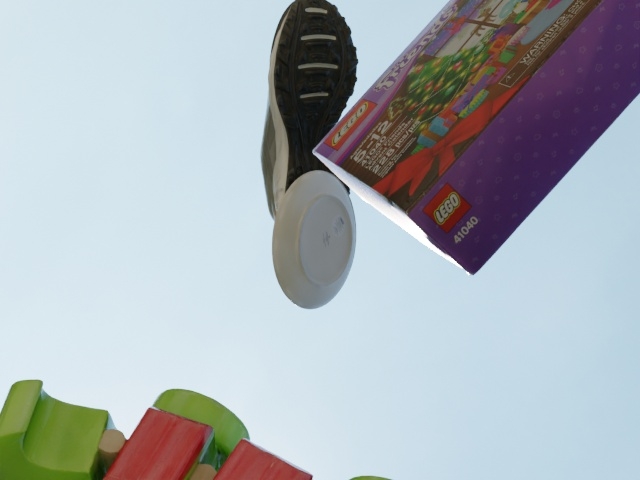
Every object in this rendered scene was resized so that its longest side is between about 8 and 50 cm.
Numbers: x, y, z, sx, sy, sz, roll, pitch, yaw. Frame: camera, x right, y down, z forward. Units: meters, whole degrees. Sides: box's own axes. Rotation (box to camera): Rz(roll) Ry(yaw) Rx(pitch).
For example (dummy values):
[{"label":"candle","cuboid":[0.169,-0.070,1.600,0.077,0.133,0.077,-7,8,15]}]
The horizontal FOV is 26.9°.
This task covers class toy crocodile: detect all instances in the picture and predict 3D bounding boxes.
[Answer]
[{"label":"toy crocodile","cuboid":[-0.031,0.165,0.771,0.341,0.105,0.115,22,-125,12]}]

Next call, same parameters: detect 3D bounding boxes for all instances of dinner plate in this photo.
[{"label":"dinner plate","cuboid":[0.000,0.000,1.346,0.017,0.141,0.141,5,-123,35]}]

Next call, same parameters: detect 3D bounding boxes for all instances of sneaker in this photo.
[{"label":"sneaker","cuboid":[-0.026,-0.131,1.458,0.108,0.100,0.271,26,-64,60]}]

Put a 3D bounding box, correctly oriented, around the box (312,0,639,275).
[{"label":"box","cuboid":[0.133,-0.126,0.778,0.293,0.057,0.201,-48,-161,0]}]
